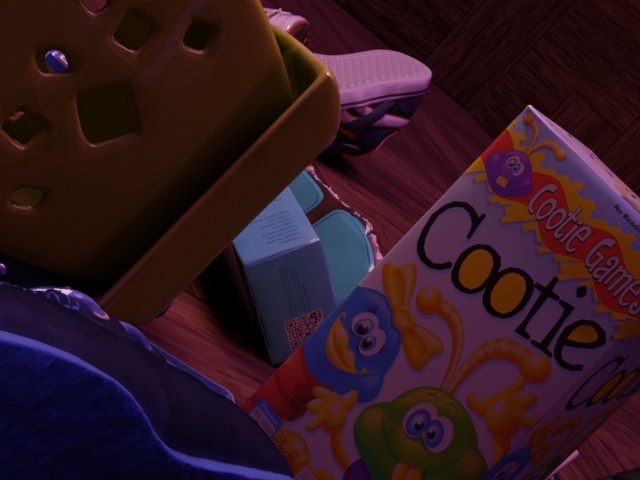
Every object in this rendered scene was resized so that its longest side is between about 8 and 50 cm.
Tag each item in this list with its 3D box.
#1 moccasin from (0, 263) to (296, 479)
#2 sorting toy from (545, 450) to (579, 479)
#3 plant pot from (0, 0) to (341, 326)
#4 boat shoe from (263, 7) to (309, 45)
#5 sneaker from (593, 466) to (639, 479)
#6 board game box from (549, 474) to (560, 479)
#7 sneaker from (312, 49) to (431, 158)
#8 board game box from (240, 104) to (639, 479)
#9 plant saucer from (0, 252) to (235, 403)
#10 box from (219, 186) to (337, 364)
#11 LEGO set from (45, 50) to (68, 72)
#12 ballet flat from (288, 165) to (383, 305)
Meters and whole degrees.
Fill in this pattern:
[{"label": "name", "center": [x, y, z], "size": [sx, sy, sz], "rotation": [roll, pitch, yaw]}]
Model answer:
[{"label": "moccasin", "center": [-0.126, 0.080, 0.531], "size": [0.117, 0.138, 0.342], "rotation": [45, -2, 28]}, {"label": "sorting toy", "center": [0.102, 0.143, 1.099], "size": [0.196, 0.047, 0.347], "rotation": [43, 24, 19]}, {"label": "plant pot", "center": [-0.126, -0.094, 0.783], "size": [0.207, 0.228, 0.227], "rotation": [43, 4, -20]}, {"label": "boat shoe", "center": [-0.078, -0.275, 1.829], "size": [0.096, 0.098, 0.277], "rotation": [34, 0, -2]}, {"label": "sneaker", "center": [0.325, 0.287, 1.263], "size": [0.341, 0.125, 0.140], "rotation": [8, 65, -73]}, {"label": "board game box", "center": [0.161, 0.168, 1.273], "size": [0.126, 0.026, 0.186], "rotation": [39, 13, -20]}, {"label": "sneaker", "center": [0.006, -0.171, 1.717], "size": [0.321, 0.127, 0.126], "rotation": [-5, 38, -40]}, {"label": "board game box", "center": [0.101, 0.074, 0.833], "size": [0.144, 0.275, 0.142], "rotation": [49, 14, 24]}, {"label": "plant saucer", "center": [-0.122, 0.067, 0.770], "size": [0.192, 0.018, 0.067], "rotation": [37, 14, -28]}, {"label": "box", "center": [-0.056, -0.020, 1.050], "size": [0.244, 0.060, 0.101], "rotation": [-121, -167, -51]}, {"label": "LEGO set", "center": [-0.230, -0.157, 1.077], "size": [0.244, 0.060, 0.182], "rotation": [26, 25, -53]}, {"label": "ballet flat", "center": [0.000, 0.000, 1.218], "size": [0.241, 0.091, 0.077], "rotation": [59, -2, 40]}]
